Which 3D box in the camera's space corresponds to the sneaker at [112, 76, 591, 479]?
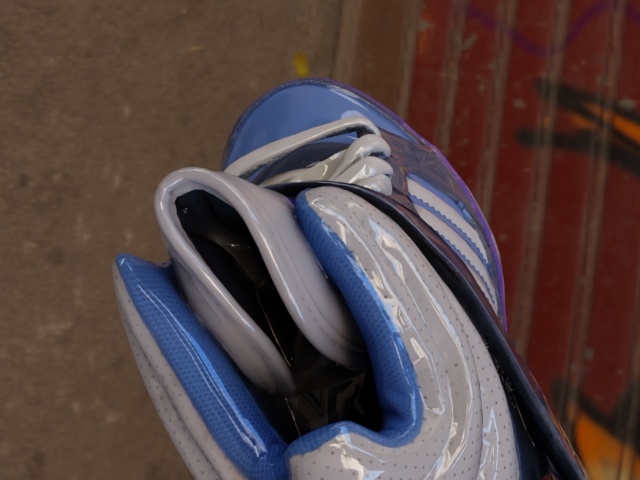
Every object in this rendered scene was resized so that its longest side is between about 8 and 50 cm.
[{"bbox_3d":[0.000,0.000,0.488,0.236,0.130,0.323,56,13,-54],"label":"sneaker"}]
